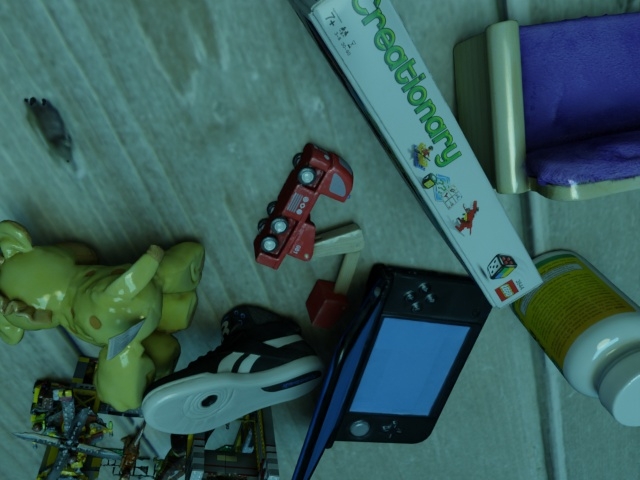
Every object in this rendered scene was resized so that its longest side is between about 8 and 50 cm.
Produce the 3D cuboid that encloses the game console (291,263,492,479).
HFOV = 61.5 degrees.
[{"bbox_3d":[0.087,0.197,0.664,0.250,0.173,0.293,8,118,-15],"label":"game console"}]

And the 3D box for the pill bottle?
[{"bbox_3d":[0.323,0.110,0.639,0.118,0.208,0.117,-5,120,-9],"label":"pill bottle"}]

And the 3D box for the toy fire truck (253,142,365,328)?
[{"bbox_3d":[0.000,0.000,0.607,0.135,0.047,0.192,22,112,-22],"label":"toy fire truck"}]

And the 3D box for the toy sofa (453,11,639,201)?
[{"bbox_3d":[0.323,-0.141,0.498,0.363,0.177,0.150,-9,102,-6],"label":"toy sofa"}]

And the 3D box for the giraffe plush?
[{"bbox_3d":[-0.235,0.061,0.537,0.171,0.210,0.181,17,84,6],"label":"giraffe plush"}]

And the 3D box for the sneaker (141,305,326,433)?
[{"bbox_3d":[-0.110,0.136,0.608,0.217,0.121,0.079,0,126,-40],"label":"sneaker"}]

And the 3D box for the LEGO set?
[{"bbox_3d":[-0.196,0.284,0.645,0.331,0.192,0.255,20,114,-21],"label":"LEGO set"}]

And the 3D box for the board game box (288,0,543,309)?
[{"bbox_3d":[0.079,-0.098,0.482,0.053,0.193,0.305,-34,120,9],"label":"board game box"}]
